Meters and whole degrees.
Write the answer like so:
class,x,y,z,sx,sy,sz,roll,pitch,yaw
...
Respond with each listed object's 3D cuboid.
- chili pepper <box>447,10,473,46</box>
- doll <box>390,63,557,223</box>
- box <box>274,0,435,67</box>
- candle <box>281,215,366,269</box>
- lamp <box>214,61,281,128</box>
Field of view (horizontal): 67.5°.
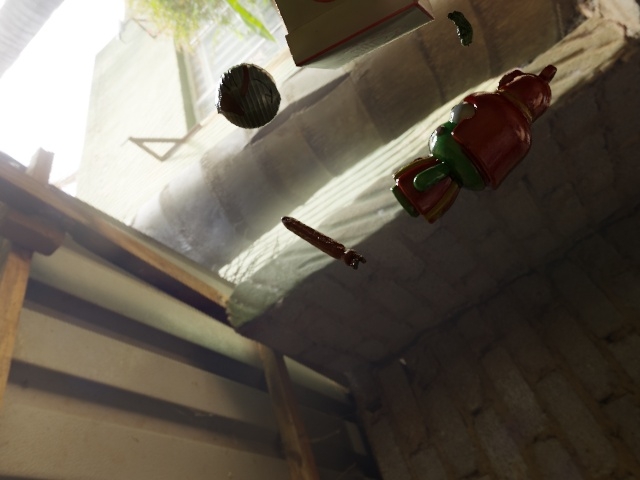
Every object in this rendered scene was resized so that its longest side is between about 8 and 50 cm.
class,x,y,z,sx,sy,sz,roll,pitch,yaw
chili pepper,0.332,-0.499,1.123,0.030,0.034,0.091,-38,-79,-34
doll,0.293,-0.178,0.882,0.160,0.363,0.182,46,-169,17
box,0.069,-0.621,1.162,0.300,0.312,0.314,67,-154,-9
candle,0.000,0.000,1.326,0.329,0.048,0.051,30,169,42
lamp,-0.256,-0.497,1.667,0.233,0.233,0.265,41,-166,-34
